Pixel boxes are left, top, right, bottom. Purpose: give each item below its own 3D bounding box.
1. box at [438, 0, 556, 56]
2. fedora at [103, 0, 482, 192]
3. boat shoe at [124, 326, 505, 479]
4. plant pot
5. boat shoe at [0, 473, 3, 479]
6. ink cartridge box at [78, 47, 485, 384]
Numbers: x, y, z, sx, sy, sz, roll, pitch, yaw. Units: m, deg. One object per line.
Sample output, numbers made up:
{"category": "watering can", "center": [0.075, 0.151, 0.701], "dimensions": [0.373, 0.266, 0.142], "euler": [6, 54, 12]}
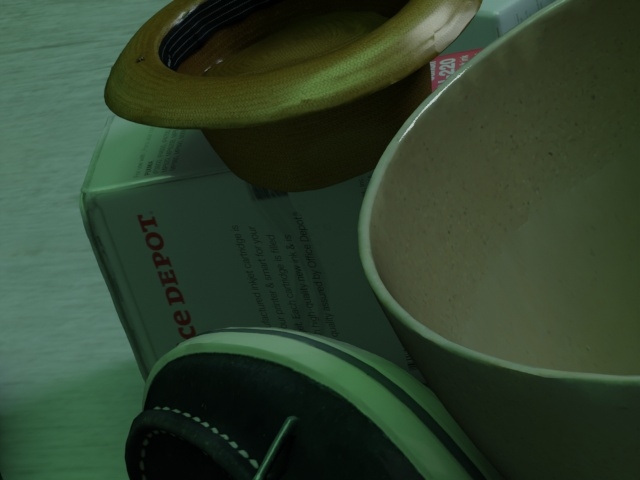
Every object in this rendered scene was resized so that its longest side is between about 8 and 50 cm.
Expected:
{"category": "box", "center": [0.111, -0.129, 1.176], "dimensions": [0.101, 0.102, 0.087], "euler": [14, 38, 41]}
{"category": "fedora", "center": [-0.006, -0.078, 0.838], "dimensions": [0.194, 0.079, 0.194], "euler": [-17, 30, 10]}
{"category": "boat shoe", "center": [0.019, 0.182, 0.587], "dimensions": [0.156, 0.187, 0.500], "euler": [-19, 33, -18]}
{"category": "plant pot", "center": [0.179, 0.029, 0.564], "dimensions": [0.284, 0.191, 0.284], "euler": [-20, 27, 11]}
{"category": "boat shoe", "center": [-0.216, 0.100, 0.920], "dimensions": [0.091, 0.114, 0.302], "euler": [-14, 27, -8]}
{"category": "ink cartridge box", "center": [0.000, 0.000, 0.939], "dimensions": [0.218, 0.158, 0.092], "euler": [-10, 32, 10]}
